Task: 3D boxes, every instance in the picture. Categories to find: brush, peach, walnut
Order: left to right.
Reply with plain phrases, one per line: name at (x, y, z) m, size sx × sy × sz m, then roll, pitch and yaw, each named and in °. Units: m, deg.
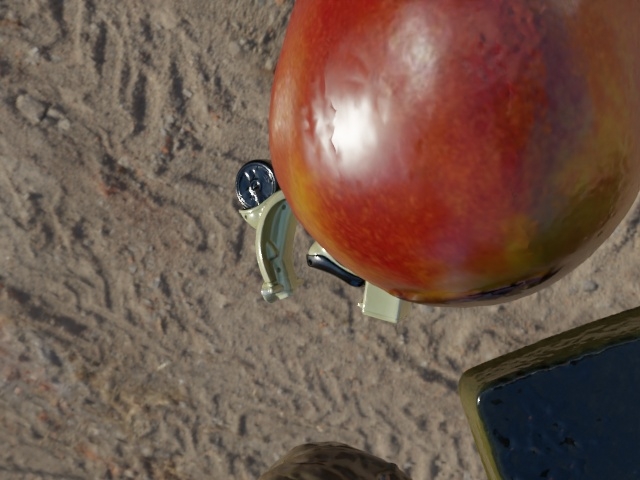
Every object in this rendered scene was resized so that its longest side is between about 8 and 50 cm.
walnut at (0.034, 0.298, 0.689) m, size 0.230 × 0.178 × 0.178 m, roll 26°, pitch 133°, yaw 7°
peach at (0.113, -0.133, 0.598) m, size 0.370 × 0.370 × 0.370 m, roll 7°, pitch 132°, yaw 8°
brush at (0.220, 0.135, 0.546) m, size 0.197 × 0.059 × 0.123 m, roll -21°, pitch 97°, yaw 1°

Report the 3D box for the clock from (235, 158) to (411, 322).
clock at (0.000, 0.000, 1.274) m, size 0.379 × 0.120 × 0.276 m, roll 10°, pitch 99°, yaw 29°
